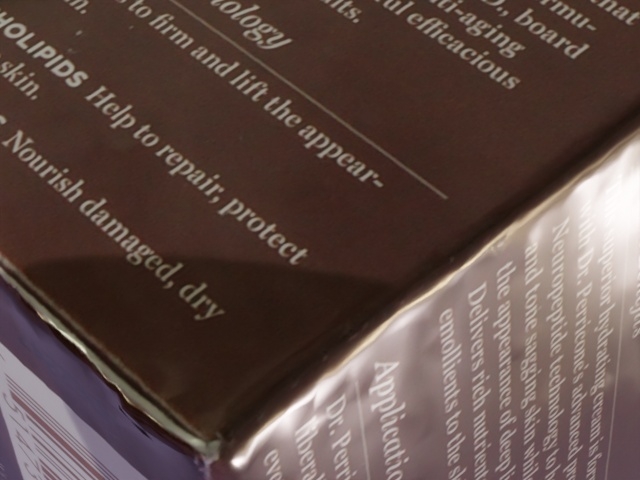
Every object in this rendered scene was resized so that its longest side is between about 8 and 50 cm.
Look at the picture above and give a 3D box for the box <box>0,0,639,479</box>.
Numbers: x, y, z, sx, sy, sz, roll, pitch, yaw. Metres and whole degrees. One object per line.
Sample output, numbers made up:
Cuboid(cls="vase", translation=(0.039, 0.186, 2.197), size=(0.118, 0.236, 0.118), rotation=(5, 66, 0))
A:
Cuboid(cls="box", translation=(0.000, 0.000, 0.462), size=(0.203, 0.168, 0.167), rotation=(-36, -126, -26))
